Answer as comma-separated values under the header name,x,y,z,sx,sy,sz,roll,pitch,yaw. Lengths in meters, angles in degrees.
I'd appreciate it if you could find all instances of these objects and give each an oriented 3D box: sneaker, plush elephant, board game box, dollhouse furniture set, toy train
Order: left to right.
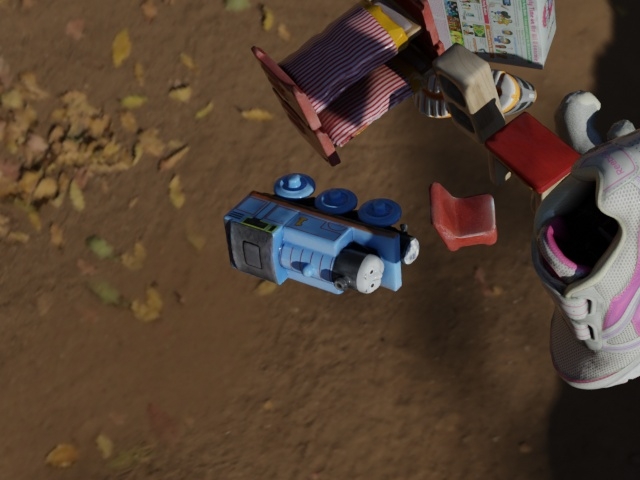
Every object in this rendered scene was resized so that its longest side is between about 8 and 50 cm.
name,x,y,z,sx,sy,sz,roll,pitch,yaw
toy train,0.000,0.000,1.091,0.184,0.080,0.105,18,44,28
dollhouse furniture set,0.112,-0.145,1.338,0.201,0.152,0.374,-38,52,-6
board game box,0.224,-0.401,1.866,0.303,0.224,0.097,13,67,19
sneaker,0.219,-0.215,1.664,0.083,0.215,0.084,-2,104,-41
sneaker,0.195,0.014,0.807,0.111,0.252,0.103,-11,44,-19
plush elephant,0.501,-0.064,1.676,0.255,0.272,0.330,-16,51,-12
